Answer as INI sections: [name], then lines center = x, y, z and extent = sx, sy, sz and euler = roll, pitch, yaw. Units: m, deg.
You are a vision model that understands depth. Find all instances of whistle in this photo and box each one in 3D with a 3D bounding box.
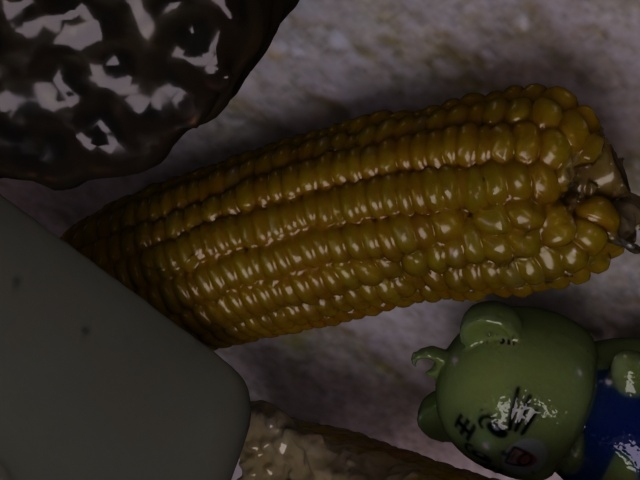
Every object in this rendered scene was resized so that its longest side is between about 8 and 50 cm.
[whistle]
center = 0.153, 0.096, 1.003
extent = 0.227, 0.085, 0.105
euler = 20, 137, -3

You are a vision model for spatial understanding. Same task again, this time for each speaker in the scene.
[speaker]
center = -0.230, 0.055, 0.889
extent = 0.406, 0.184, 0.183
euler = 39, 151, -24

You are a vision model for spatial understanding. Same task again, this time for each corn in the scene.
[corn]
center = -0.001, -0.004, 0.955
extent = 0.313, 0.102, 0.102
euler = -13, 122, 21

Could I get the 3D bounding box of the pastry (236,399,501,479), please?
[pastry]
center = 0.054, 0.149, 0.999
extent = 0.258, 0.089, 0.121
euler = 10, 159, 38

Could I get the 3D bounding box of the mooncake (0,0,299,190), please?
[mooncake]
center = -0.119, -0.133, 0.870
extent = 0.228, 0.124, 0.228
euler = 6, 126, 8
